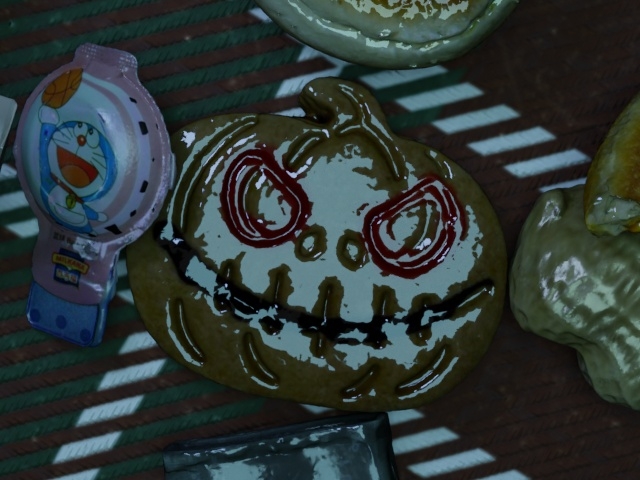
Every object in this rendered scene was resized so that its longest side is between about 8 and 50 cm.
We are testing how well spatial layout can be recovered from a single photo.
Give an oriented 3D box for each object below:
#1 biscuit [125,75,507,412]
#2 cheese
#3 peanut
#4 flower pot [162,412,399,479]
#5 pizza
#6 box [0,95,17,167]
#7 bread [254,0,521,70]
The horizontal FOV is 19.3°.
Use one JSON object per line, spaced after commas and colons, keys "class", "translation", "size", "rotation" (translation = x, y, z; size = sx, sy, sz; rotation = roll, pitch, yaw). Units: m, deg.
{"class": "biscuit", "translation": [0.000, 0.000, 1.805], "size": [0.367, 0.063, 0.314], "rotation": [11, 93, 1]}
{"class": "cheese", "translation": [-0.221, -0.043, 1.780], "size": [0.189, 0.074, 0.286], "rotation": [19, 105, 29]}
{"class": "peanut", "translation": [0.291, 0.045, 1.812], "size": [0.233, 0.110, 0.196], "rotation": [39, 82, -4]}
{"class": "flower pot", "translation": [-0.035, 0.233, 1.801], "size": [0.229, 0.103, 0.108], "rotation": [-10, 92, -3]}
{"class": "pizza", "translation": [0.392, -0.076, 1.775], "size": [0.335, 0.086, 0.226], "rotation": [-35, 67, -27]}
{"class": "box", "translation": [-0.465, -0.097, 1.705], "size": [0.353, 0.214, 0.069], "rotation": [17, 53, -9]}
{"class": "bread", "translation": [0.059, -0.305, 1.759], "size": [0.305, 0.159, 0.305], "rotation": [0, 96, -3]}
